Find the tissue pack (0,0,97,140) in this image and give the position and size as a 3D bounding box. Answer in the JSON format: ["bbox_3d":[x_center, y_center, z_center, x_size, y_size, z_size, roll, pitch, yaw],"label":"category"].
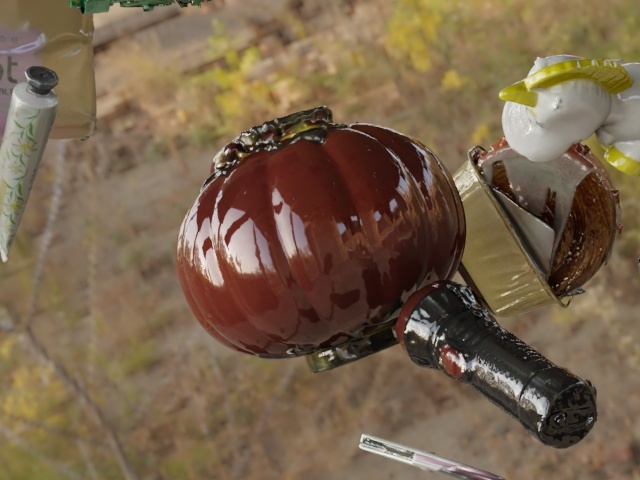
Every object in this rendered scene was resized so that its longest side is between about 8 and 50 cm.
[{"bbox_3d":[-0.367,-0.214,1.743,0.257,0.215,0.123,0,0,-19],"label":"tissue pack"}]

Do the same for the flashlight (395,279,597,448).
[{"bbox_3d":[0.161,0.117,1.537,0.093,0.093,0.232,-26,32,-18],"label":"flashlight"}]

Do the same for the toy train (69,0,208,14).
[{"bbox_3d":[-0.171,-0.263,1.650,0.178,0.071,0.104,-8,8,-17],"label":"toy train"}]

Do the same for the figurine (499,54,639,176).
[{"bbox_3d":[0.215,-0.114,1.349,0.178,0.109,0.130,3,-18,-25],"label":"figurine"}]

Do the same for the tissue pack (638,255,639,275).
[{"bbox_3d":[0.466,0.075,1.985,0.082,0.169,0.120,-43,23,32],"label":"tissue pack"}]

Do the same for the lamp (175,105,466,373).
[{"bbox_3d":[0.000,0.000,1.705,0.303,0.257,0.303,-20,-3,-1],"label":"lamp"}]

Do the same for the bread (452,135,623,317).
[{"bbox_3d":[0.255,-0.025,1.997,0.212,0.224,0.142,-32,1,22],"label":"bread"}]

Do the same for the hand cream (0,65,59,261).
[{"bbox_3d":[-0.280,-0.073,1.531,0.042,0.194,0.067,-1,39,-33],"label":"hand cream"}]

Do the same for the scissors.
[{"bbox_3d":[0.120,0.233,1.734,0.176,0.022,0.085,14,-12,26],"label":"scissors"}]
